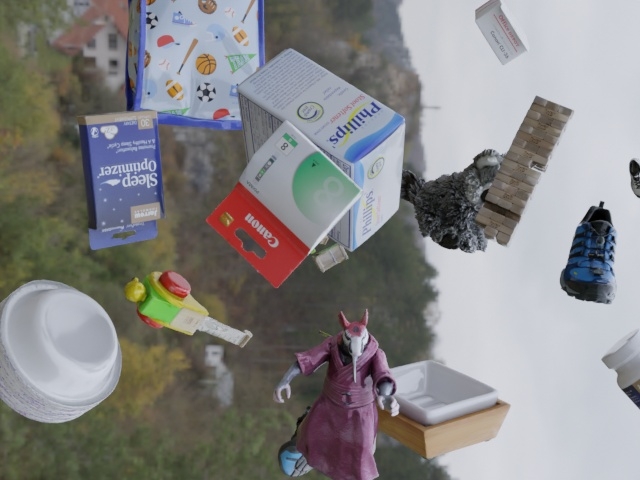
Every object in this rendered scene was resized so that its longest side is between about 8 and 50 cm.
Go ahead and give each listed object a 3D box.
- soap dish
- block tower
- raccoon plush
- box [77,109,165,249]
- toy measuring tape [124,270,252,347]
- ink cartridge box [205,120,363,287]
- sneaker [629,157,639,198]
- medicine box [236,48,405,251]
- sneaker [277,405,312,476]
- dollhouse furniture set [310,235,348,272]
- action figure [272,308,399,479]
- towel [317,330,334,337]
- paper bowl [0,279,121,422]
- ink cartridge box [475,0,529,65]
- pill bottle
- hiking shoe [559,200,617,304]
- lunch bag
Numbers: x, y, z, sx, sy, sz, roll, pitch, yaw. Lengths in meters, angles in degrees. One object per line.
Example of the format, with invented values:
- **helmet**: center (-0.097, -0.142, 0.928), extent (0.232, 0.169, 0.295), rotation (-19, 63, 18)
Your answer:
- **soap dish**: center (0.238, 0.369, 2.034), extent (0.291, 0.229, 0.118), rotation (18, -65, 59)
- **block tower**: center (0.445, -0.156, 2.021), extent (0.335, 0.091, 0.097), rotation (-64, 166, -2)
- **raccoon plush**: center (0.343, -0.172, 2.455), extent (0.216, 0.446, 0.299), rotation (-21, 136, -47)
- **box**: center (-0.331, -0.102, 1.548), extent (0.036, 0.136, 0.225), rotation (12, -71, 47)
- **toy measuring tape**: center (-0.283, 0.140, 1.933), extent (0.330, 0.121, 0.121), rotation (27, 56, -45)
- **ink cartridge box**: center (-0.066, -0.061, 1.550), extent (0.225, 0.181, 0.056), rotation (-47, 170, 2)
- **sneaker**: center (0.627, -0.123, 1.827), extent (0.037, 0.032, 0.083), rotation (-4, 80, -63)
- **medicine box**: center (0.001, -0.169, 1.734), extent (0.149, 0.289, 0.263), rotation (-43, 154, -25)
- **sneaker**: center (-0.028, 0.505, 2.357), extent (0.139, 0.125, 0.341), rotation (53, 20, 17)
- **dollhouse furniture set**: center (0.000, 0.000, 2.140), extent (0.058, 0.076, 0.152), rotation (56, -4, 44)
- **action figure**: center (0.070, 0.288, 1.782), extent (0.276, 0.248, 0.370), rotation (-35, 138, -57)
- **towel**: center (0.031, 0.251, 2.346), extent (0.083, 0.060, 0.009), rotation (38, 74, -58)
- **paper bowl**: center (-0.526, 0.212, 1.860), extent (0.148, 0.284, 0.284), rotation (-35, -147, 30)
- **ink cartridge box**: center (0.380, -0.442, 1.935), extent (0.115, 0.067, 0.198), rotation (54, 20, -12)
- **pill bottle**: center (0.833, 0.355, 2.277), extent (0.265, 0.153, 0.153), rotation (48, -9, 9)
- **hiking shoe**: center (0.559, 0.026, 1.908), extent (0.304, 0.113, 0.132), rotation (-63, 158, -64)
- **lunch bag**: center (-0.315, -0.459, 2.286), extent (0.239, 0.328, 0.385), rotation (139, -50, -63)
